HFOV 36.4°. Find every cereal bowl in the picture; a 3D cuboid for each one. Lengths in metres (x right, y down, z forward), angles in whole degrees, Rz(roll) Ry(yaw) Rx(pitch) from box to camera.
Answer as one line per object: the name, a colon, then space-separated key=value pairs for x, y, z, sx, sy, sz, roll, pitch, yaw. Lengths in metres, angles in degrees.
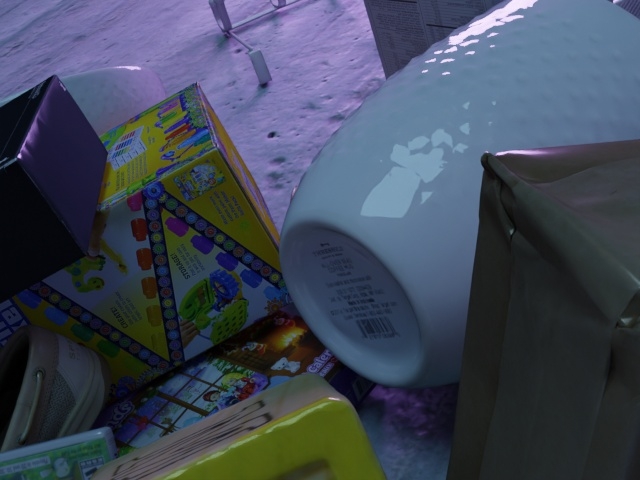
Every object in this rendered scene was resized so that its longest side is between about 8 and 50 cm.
cereal bowl: x=-0.342 y=-0.093 z=1.273 sx=0.339 sy=0.141 sz=0.339 roll=-23 pitch=-1 yaw=-1

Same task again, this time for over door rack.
over door rack: x=-0.049 y=-0.405 z=1.659 sx=0.240 sy=0.108 sz=0.324 roll=-25 pitch=34 yaw=-6

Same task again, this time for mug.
mug: x=0.165 y=-0.029 z=0.821 sx=0.328 sy=0.276 sz=0.374 roll=-37 pitch=25 yaw=-31

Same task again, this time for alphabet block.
alphabet block: x=-0.041 y=0.212 z=0.635 sx=0.193 sy=0.192 sz=0.197 roll=-26 pitch=-1 yaw=-6

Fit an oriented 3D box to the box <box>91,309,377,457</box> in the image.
box: x=-0.107 y=0.178 z=0.900 sx=0.201 sy=0.057 sz=0.293 roll=12 pitch=45 yaw=41

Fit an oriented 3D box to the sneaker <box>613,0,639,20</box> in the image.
sneaker: x=0.456 y=-0.335 z=1.349 sx=0.134 sy=0.051 sz=0.070 roll=-15 pitch=32 yaw=1

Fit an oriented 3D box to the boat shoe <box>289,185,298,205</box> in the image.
boat shoe: x=0.000 y=0.000 z=1.101 sx=0.060 sy=0.064 sz=0.178 roll=-12 pitch=40 yaw=4

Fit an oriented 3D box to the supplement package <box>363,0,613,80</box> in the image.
supplement package: x=0.205 y=-0.224 z=1.125 sx=0.199 sy=0.262 sz=0.198 roll=-39 pitch=37 yaw=-27

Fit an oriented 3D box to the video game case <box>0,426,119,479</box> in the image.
video game case: x=-0.238 y=0.261 z=0.749 sx=0.213 sy=0.193 sz=0.023 roll=-15 pitch=-1 yaw=8

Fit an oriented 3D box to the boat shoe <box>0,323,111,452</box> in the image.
boat shoe: x=-0.295 y=0.214 z=0.827 sx=0.109 sy=0.098 sz=0.302 roll=22 pitch=78 yaw=43

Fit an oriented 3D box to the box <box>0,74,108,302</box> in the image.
box: x=-0.297 y=-0.033 z=0.859 sx=0.184 sy=0.103 sz=0.261 roll=-31 pitch=24 yaw=6

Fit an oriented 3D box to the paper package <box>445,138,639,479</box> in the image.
paper package: x=0.248 y=0.100 z=0.543 sx=0.325 sy=0.309 sz=0.168 roll=-7 pitch=32 yaw=-15

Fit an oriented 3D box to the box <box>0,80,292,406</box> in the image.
box: x=-0.199 y=0.000 z=1.024 sx=0.279 sy=0.177 sz=0.290 roll=-29 pitch=24 yaw=1
